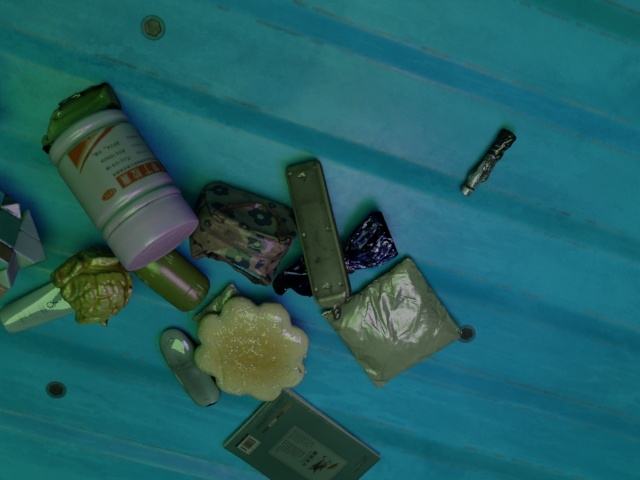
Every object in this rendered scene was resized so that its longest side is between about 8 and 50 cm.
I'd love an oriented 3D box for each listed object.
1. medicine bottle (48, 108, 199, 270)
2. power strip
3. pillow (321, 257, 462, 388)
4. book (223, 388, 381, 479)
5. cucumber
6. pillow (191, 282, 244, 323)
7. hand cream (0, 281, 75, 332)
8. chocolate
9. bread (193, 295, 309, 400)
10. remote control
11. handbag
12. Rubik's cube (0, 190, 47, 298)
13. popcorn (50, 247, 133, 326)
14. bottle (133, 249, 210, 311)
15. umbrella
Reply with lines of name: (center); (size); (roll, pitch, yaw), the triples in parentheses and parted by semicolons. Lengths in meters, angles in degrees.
medicine bottle: (-0.438, -0.114, 1.680); (0.202, 0.202, 0.316); (-37, 86, 10)
power strip: (0.000, 0.000, 1.794); (0.092, 0.066, 0.387); (-14, 83, 12)
pillow: (0.191, 0.224, 1.966); (0.281, 0.076, 0.274); (-34, 107, 9)
book: (-0.049, 0.598, 2.121); (0.379, 0.031, 0.264); (40, 105, -16)
cucumber: (-0.547, -0.276, 1.724); (0.193, 0.115, 0.086); (-33, 140, 11)
pillow: (-0.202, 0.228, 1.960); (0.230, 0.050, 0.148); (43, 99, -14)
hand cream: (-0.662, 0.145, 1.910); (0.321, 0.067, 0.109); (-23, 110, -2)
chocolate: (0.037, 0.063, 1.878); (0.343, 0.126, 0.148); (-31, 150, 12)
bread: (-0.176, 0.285, 1.932); (0.316, 0.054, 0.316); (1, 115, 3)
remote control: (-0.346, 0.343, 1.998); (0.097, 0.045, 0.256); (-25, 113, 7)
handbag: (-0.188, -0.009, 1.791); (0.252, 0.193, 0.190); (21, 104, -12)
Rubik's cube: (-0.783, 0.005, 1.758); (0.224, 0.265, 0.213); (-23, 137, 25)
popcorn: (-0.541, 0.109, 1.804); (0.167, 0.187, 0.185); (-29, 84, -19)
bottle: (-0.393, 0.062, 1.832); (0.112, 0.112, 0.260); (-40, 117, 12)
umbrella: (0.413, -0.187, 1.836); (0.050, 0.046, 0.188); (29, 106, -18)
